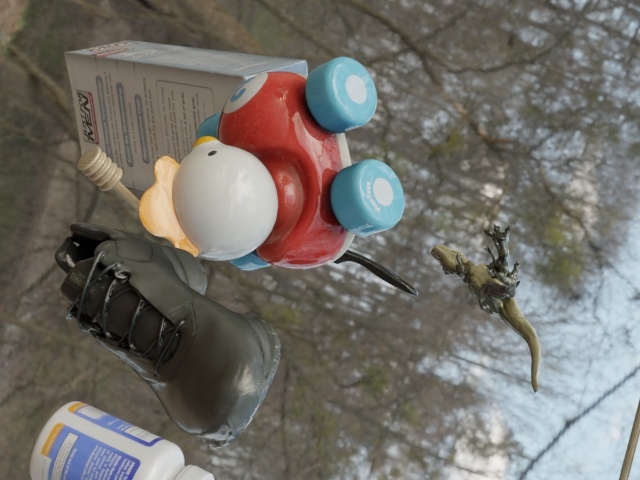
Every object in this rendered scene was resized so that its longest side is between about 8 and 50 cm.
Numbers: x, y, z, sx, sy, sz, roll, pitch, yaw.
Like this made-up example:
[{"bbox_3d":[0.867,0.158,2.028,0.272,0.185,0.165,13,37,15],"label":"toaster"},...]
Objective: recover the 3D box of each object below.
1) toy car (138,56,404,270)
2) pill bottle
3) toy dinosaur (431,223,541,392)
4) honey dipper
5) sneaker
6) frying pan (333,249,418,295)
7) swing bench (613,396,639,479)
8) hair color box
[{"bbox_3d":[-0.083,-0.063,1.024,0.219,0.238,0.210,-16,-93,43],"label":"toy car"},{"bbox_3d":[-0.317,0.378,1.669,0.152,0.272,0.152,-58,161,-34],"label":"pill bottle"},{"bbox_3d":[0.224,0.058,1.300,0.268,0.064,0.118,-121,-154,-49],"label":"toy dinosaur"},{"bbox_3d":[-0.188,-0.036,1.076,0.030,0.160,0.030,-26,-141,23],"label":"honey dipper"},{"bbox_3d":[-0.135,0.067,0.811,0.109,0.130,0.286,-60,-145,2],"label":"sneaker"},{"bbox_3d":[-0.004,-0.009,1.631,0.053,0.326,0.197,-55,-167,10],"label":"frying pan"},{"bbox_3d":[0.579,0.277,1.448,0.255,0.165,0.253,10,-101,37],"label":"swing bench"},{"bbox_3d":[-0.181,-0.158,1.382,0.374,0.114,0.185,15,-62,41],"label":"hair color box"}]
